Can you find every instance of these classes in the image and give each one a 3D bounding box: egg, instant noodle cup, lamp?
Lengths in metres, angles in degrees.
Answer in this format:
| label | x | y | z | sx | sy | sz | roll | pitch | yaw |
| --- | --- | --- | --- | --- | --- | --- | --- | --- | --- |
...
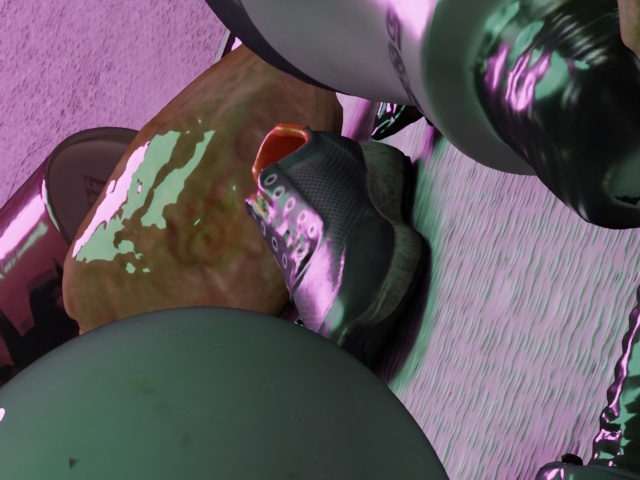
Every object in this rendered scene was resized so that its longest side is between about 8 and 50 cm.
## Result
| label | x | y | z | sx | sy | sz | roll | pitch | yaw |
| --- | --- | --- | --- | --- | --- | --- | --- | --- | --- |
| egg | -0.042 | 0.125 | 0.442 | 0.168 | 0.168 | 0.231 | 127 | 161 | -58 |
| instant noodle cup | -0.158 | 0.042 | 1.222 | 0.178 | 0.235 | 0.235 | -49 | 18 | 34 |
| lamp | 0.039 | -0.123 | 0.556 | 0.314 | 0.182 | 0.182 | -116 | 49 | -71 |

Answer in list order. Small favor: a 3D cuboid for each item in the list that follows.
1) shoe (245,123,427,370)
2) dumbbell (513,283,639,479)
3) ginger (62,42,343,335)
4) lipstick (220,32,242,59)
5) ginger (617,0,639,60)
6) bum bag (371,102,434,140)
| label | x | y | z | sx | sy | sz | roll | pitch | yaw |
| --- | --- | --- | --- | --- | --- | --- | --- | --- | --- |
| shoe | 0.000 | 0.001 | 0.784 | 0.194 | 0.077 | 0.074 | -86 | 21 | -65 |
| dumbbell | 0.034 | 0.118 | 0.297 | 0.081 | 0.082 | 0.254 | 140 | 151 | -71 |
| ginger | -0.066 | -0.013 | 1.042 | 0.267 | 0.138 | 0.152 | -57 | -7 | -8 |
| lipstick | -0.069 | -0.060 | 1.339 | 0.081 | 0.081 | 0.299 | -100 | 29 | -74 |
| ginger | 0.143 | -0.162 | 0.391 | 0.288 | 0.075 | 0.089 | -63 | 15 | 4 |
| bum bag | 0.058 | -0.093 | 0.804 | 0.124 | 0.034 | 0.058 | -60 | -2 | 38 |
